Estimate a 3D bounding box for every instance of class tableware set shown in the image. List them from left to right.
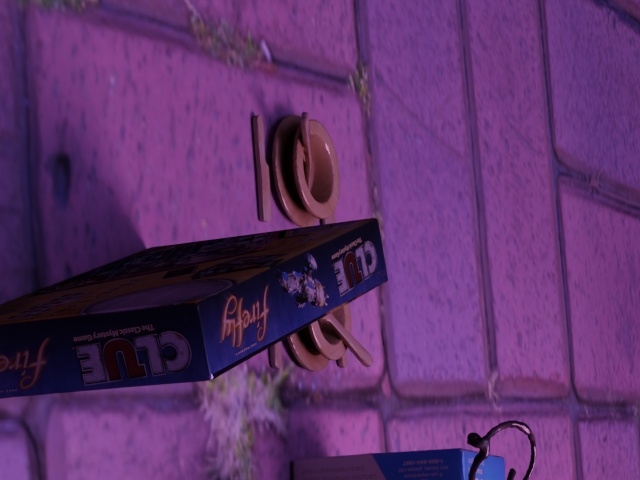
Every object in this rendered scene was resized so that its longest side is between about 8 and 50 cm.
[{"bbox_3d":[0.000,0.000,1.408,0.128,0.039,0.194,6,78,-65],"label":"tableware set"}]

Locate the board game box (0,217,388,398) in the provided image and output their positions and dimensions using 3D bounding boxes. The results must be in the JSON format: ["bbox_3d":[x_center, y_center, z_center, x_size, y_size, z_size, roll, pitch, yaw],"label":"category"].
[{"bbox_3d":[-0.082,0.037,1.073,0.243,0.165,0.042,-24,106,-64],"label":"board game box"}]

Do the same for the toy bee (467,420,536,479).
[{"bbox_3d":[-0.002,0.238,1.249,0.298,0.162,0.195,-34,126,-35],"label":"toy bee"}]

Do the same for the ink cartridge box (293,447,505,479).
[{"bbox_3d":[0.059,0.250,1.348,0.082,0.139,0.191,24,62,-60],"label":"ink cartridge box"}]
